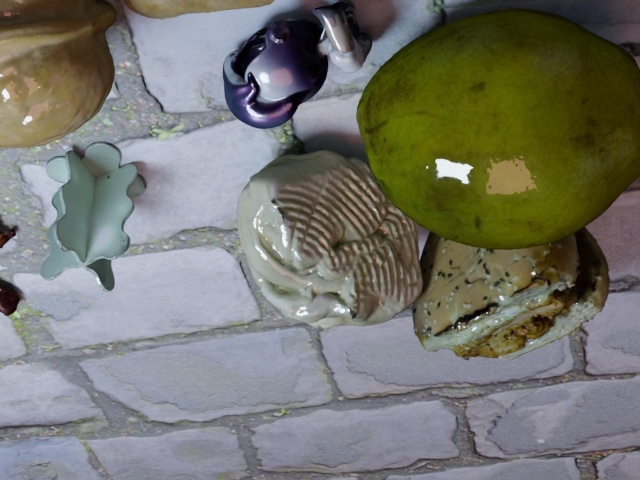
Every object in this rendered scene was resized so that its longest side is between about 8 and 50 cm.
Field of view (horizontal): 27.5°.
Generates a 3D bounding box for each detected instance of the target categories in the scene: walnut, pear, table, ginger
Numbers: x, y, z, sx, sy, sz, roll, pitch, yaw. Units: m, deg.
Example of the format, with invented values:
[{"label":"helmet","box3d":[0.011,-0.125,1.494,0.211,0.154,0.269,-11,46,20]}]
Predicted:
[{"label":"walnut","box3d":[-0.410,-0.270,1.752,0.285,0.285,0.296,-9,104,11]},{"label":"pear","box3d":[0.259,-0.147,1.851,0.414,0.352,0.352,-6,141,19]},{"label":"table","box3d":[-0.367,-0.031,2.085,0.167,0.198,0.166,0,141,0]},{"label":"ginger","box3d":[-0.146,-0.368,1.728,0.267,0.138,0.152,-8,-178,19]}]

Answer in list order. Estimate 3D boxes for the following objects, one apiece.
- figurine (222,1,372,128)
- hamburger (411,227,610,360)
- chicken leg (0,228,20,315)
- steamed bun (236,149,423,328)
[{"label":"figurine","box3d":[-0.038,-0.247,1.875,0.222,0.145,0.145,-21,136,21]},{"label":"hamburger","box3d":[0.297,0.044,2.115,0.195,0.276,0.318,27,133,-34]},{"label":"chicken leg","box3d":[-0.616,0.030,2.264,0.177,0.083,0.322,-7,140,-15]},{"label":"steamed bun","box3d":[0.000,0.000,2.095,0.206,0.275,0.320,-8,119,56]}]
